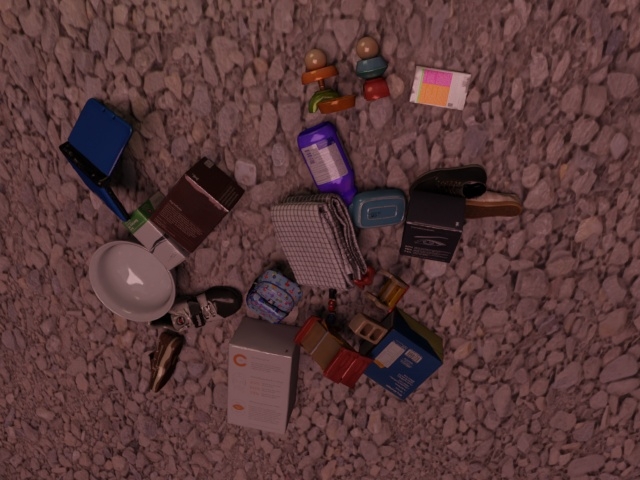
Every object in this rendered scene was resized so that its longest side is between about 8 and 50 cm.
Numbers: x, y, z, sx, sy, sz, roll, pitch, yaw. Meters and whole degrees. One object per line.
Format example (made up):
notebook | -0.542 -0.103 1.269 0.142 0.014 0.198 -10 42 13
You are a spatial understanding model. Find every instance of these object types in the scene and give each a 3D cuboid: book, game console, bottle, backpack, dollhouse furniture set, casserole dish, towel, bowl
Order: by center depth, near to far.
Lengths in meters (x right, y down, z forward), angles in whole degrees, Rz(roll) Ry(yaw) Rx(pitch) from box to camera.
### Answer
book | 0.317 -0.406 1.523 0.144 0.035 0.096 11 114 5
bottle | 0.036 -0.194 1.647 0.118 0.092 0.283 -19 111 17
casserole dish | 0.173 -0.087 1.659 0.188 0.037 0.114 -6 116 -16
towel | 0.000 0.000 1.687 0.235 0.121 0.284 1 120 48
game console | -0.631 -0.240 1.707 0.293 0.173 0.250 35 157 37
dollhouse furniture set | 0.111 0.246 1.784 0.152 0.201 0.374 33 96 -42
backpack | -0.143 0.173 1.815 0.158 0.117 0.173 36 151 -7
bowl | -0.596 0.110 1.897 0.297 0.134 0.298 4 115 9

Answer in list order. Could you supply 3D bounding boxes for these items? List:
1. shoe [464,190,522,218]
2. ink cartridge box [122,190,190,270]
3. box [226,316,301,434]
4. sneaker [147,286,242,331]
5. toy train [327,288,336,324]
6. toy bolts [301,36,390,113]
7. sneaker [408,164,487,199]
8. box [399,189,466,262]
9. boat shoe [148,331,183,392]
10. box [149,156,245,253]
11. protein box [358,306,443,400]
shoe | 0.458 -0.104 1.634 0.218 0.058 0.077 3 147 14
ink cartridge box | -0.490 -0.030 1.799 0.086 0.153 0.208 -36 103 25
box | -0.194 0.465 1.974 0.214 0.168 0.346 10 118 7
sneaker | -0.426 0.249 1.930 0.330 0.146 0.123 -12 111 15
toy train | 0.038 0.212 1.877 0.027 0.036 0.158 5 117 9
toy bolts | 0.067 -0.430 1.479 0.228 0.218 0.159 -14 107 -2
sneaker | 0.350 -0.148 1.592 0.221 0.118 0.083 -16 112 18
box | 0.311 -0.036 1.607 0.153 0.108 0.207 11 154 6
boat shoe | -0.580 0.436 2.090 0.095 0.095 0.258 32 112 11
box | -0.370 -0.107 1.728 0.167 0.168 0.203 42 117 -10
protein box | 0.255 0.366 1.853 0.199 0.136 0.201 35 117 -7
